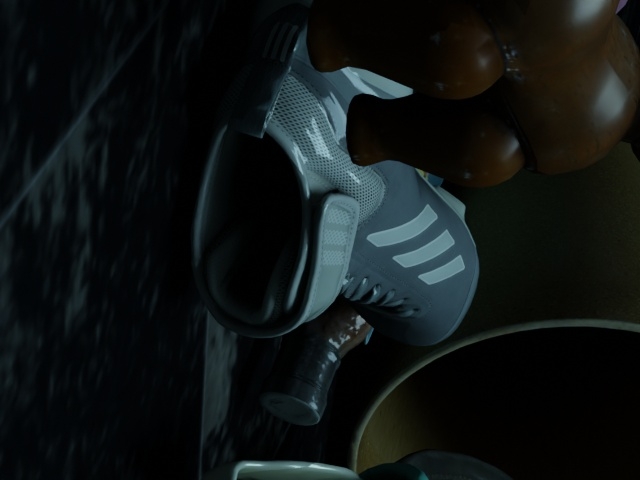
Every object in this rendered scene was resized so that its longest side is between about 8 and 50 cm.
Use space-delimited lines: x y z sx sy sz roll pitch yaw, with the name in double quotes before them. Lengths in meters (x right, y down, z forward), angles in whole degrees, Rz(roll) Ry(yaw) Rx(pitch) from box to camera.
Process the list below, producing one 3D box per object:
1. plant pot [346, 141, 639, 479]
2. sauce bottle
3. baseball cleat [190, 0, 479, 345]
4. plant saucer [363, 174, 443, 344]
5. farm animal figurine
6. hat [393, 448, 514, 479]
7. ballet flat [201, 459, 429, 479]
"plant pot" 0.140 0.041 1.008 0.254 0.237 0.237 -85 180 -47
"sauce bottle" 0.008 0.013 0.695 0.042 0.042 0.128 88 22 -58
"baseball cleat" 0.000 0.000 0.579 0.109 0.072 0.206 -62 152 -25
"plant saucer" 0.048 -0.030 0.900 0.192 0.018 0.067 -61 163 -48
"farm animal figurine" 0.111 -0.175 0.473 0.330 0.172 0.327 -68 156 -50
"hat" 0.015 0.257 0.748 0.331 0.134 0.331 -5 90 -66
"ballet flat" -0.031 0.115 0.520 0.247 0.083 0.087 -8 70 -58
